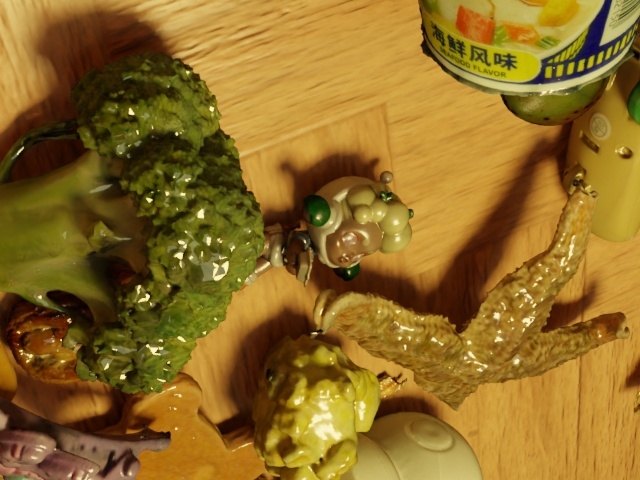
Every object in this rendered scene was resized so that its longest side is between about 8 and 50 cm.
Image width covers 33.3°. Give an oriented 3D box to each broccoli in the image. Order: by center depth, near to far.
[{"bbox_3d":[-0.182,0.002,0.934,0.302,0.186,0.254,-32,101,22],"label":"broccoli"}]

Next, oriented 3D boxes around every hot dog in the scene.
[{"bbox_3d":[-0.228,0.082,1.036,0.147,0.065,0.099,-15,121,-16],"label":"hot dog"}]

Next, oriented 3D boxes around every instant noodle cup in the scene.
[{"bbox_3d":[0.173,-0.293,0.852,0.284,0.284,0.312,-23,141,-12],"label":"instant noodle cup"}]

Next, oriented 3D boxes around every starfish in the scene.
[{"bbox_3d":[0.201,0.090,1.220,0.324,0.082,0.432,-29,143,9],"label":"starfish"}]

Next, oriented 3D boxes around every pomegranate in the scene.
[{"bbox_3d":[0.226,-0.178,1.062,0.130,0.130,0.130,-16,131,-19],"label":"pomegranate"}]

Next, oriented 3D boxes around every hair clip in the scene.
[{"bbox_3d":[-0.239,0.200,0.995,0.278,0.137,0.090,28,71,-52],"label":"hair clip"}]

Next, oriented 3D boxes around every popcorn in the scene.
[{"bbox_3d":[-0.012,0.183,1.172,0.142,0.173,0.173,26,116,3],"label":"popcorn"}]

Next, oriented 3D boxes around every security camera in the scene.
[{"bbox_3d":[0.095,0.313,1.323,0.236,0.194,0.194,-5,127,-33],"label":"security camera"}]

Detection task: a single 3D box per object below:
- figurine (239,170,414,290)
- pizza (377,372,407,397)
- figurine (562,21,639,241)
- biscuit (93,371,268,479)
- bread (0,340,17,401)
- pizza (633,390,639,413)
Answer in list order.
[{"bbox_3d":[0.001,0.001,1.081,0.197,0.093,0.147,-31,147,-1],"label":"figurine"},{"bbox_3d":[0.068,0.180,1.319,0.083,0.016,0.037,-11,131,-18],"label":"pizza"},{"bbox_3d":[0.375,-0.137,1.175,0.222,0.124,0.324,-13,133,-25],"label":"figurine"},{"bbox_3d":[-0.157,0.275,1.244,0.216,0.047,0.339,-38,137,6],"label":"biscuit"},{"bbox_3d":[-0.430,0.155,0.963,0.305,0.091,0.142,-20,127,-16],"label":"bread"},{"bbox_3d":[0.562,0.096,1.501,0.280,0.075,0.287,-20,131,-20],"label":"pizza"}]
